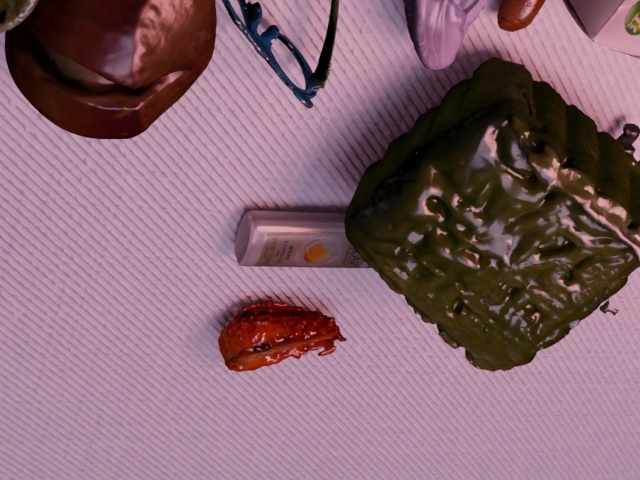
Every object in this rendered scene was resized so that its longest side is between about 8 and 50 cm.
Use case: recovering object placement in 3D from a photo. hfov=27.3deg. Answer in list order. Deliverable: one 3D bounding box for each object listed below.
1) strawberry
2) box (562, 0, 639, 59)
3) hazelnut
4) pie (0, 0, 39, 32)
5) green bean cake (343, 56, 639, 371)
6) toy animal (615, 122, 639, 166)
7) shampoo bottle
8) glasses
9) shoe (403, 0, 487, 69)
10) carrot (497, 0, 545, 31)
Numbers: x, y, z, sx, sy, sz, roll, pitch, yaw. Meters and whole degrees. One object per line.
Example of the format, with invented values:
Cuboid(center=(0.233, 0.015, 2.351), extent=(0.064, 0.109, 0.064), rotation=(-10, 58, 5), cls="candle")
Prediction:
Cuboid(center=(-0.062, 0.135, 1.927), extent=(0.188, 0.082, 0.121), rotation=(-9, 159, -26), cls="strawberry")
Cuboid(center=(0.441, -0.368, 1.510), extent=(0.173, 0.145, 0.333), rotation=(10, 132, -31), cls="box")
Cuboid(center=(-0.216, -0.235, 1.380), extent=(0.217, 0.217, 0.251), rotation=(10, 122, -29), cls="hazelnut")
Cuboid(center=(-0.349, -0.291, 1.302), extent=(0.186, 0.041, 0.187), rotation=(2, 102, 11), cls="pie")
Cuboid(center=(0.230, -0.019, 1.674), extent=(0.335, 0.218, 0.319), rotation=(39, 120, -8), cls="green bean cake")
Cuboid(center=(0.316, -0.107, 1.792), extent=(0.269, 0.082, 0.137), rotation=(2, 134, -11), cls="toy animal")
Cuboid(center=(0.000, 0.000, 1.809), extent=(0.227, 0.056, 0.086), rotation=(2, 136, -23), cls="shampoo bottle")
Cuboid(center=(-0.019, -0.284, 1.495), extent=(0.207, 0.102, 0.239), rotation=(-49, 137, -9), cls="glasses")
Cuboid(center=(0.167, -0.305, 1.501), extent=(0.137, 0.095, 0.245), rotation=(-2, 131, -2), cls="shoe")
Cuboid(center=(0.276, -0.338, 1.559), extent=(0.048, 0.048, 0.216), rotation=(14, 123, -32), cls="carrot")
